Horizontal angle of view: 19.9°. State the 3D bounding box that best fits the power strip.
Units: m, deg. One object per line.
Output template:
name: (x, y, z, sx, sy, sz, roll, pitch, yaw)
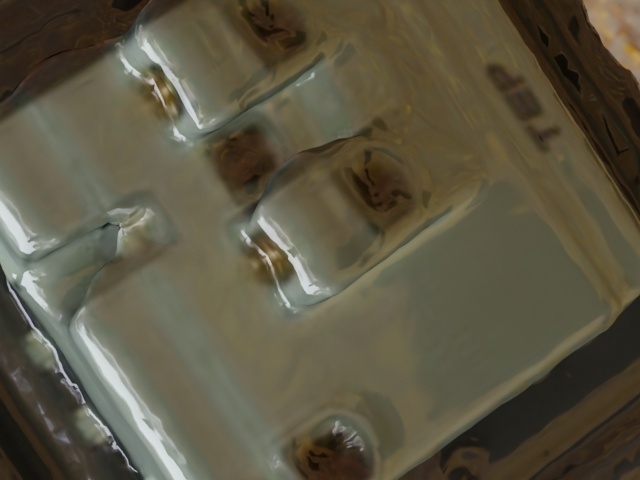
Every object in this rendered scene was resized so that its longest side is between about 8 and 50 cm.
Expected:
power strip: (0.002, -0.001, 0.535, 0.257, 0.251, 0.092, 56, 155, -2)
